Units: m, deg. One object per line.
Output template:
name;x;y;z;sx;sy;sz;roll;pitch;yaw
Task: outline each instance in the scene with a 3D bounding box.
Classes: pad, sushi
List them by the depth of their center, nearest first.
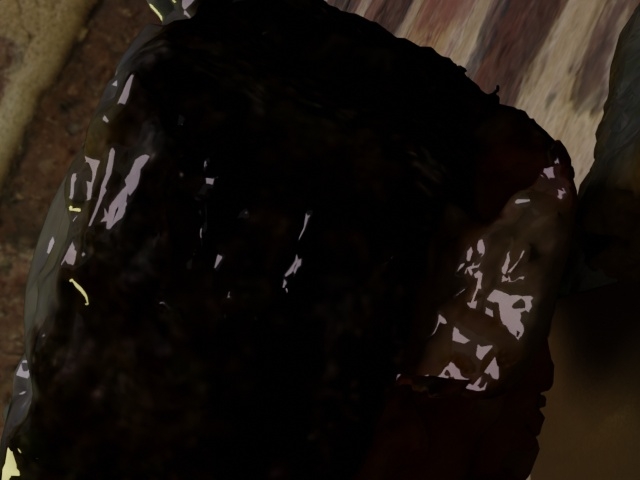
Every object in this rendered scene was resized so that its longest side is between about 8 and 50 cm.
sushi;0.000;0.000;0.658;0.343;0.182;0.196;-79;1;-76
pad;0.103;0.111;0.705;0.113;0.006;0.188;154;118;-69

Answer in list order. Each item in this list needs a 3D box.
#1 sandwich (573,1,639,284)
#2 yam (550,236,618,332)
sandwich;0.215;-0.150;0.606;0.262;0.131;0.325;-47;21;58
yam;0.114;0.021;0.831;0.078;0.078;0.179;-66;15;-3
